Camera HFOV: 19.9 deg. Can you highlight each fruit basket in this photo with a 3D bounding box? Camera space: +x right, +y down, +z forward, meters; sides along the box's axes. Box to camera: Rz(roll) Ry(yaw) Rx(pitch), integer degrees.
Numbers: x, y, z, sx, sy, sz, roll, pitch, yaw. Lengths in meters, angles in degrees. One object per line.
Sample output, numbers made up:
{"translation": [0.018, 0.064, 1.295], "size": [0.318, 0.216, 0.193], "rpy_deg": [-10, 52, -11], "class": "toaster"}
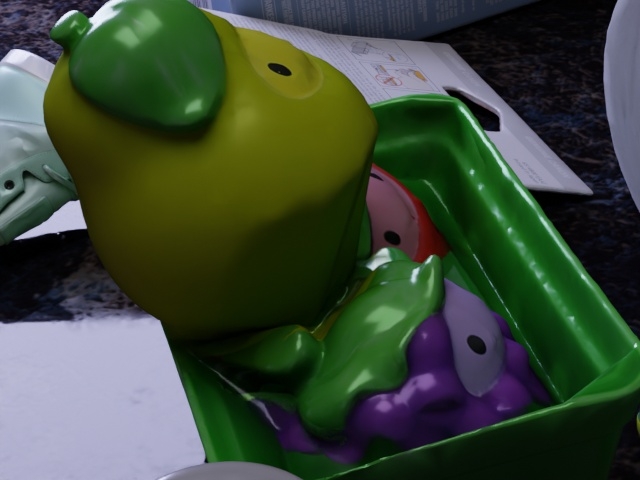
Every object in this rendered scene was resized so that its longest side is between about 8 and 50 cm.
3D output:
{"translation": [0.000, 0.000, 1.066], "size": [0.282, 0.392, 0.392], "rpy_deg": [-14, 33, -9], "class": "fruit basket"}

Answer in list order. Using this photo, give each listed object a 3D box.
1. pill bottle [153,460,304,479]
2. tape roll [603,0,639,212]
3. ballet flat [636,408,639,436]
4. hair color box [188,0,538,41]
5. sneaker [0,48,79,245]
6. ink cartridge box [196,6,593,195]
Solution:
{"translation": [-0.037, 0.220, 0.868], "size": [0.117, 0.215, 0.117], "rpy_deg": [-5, 32, 3], "class": "pill bottle"}
{"translation": [0.312, -0.072, 1.186], "size": [0.100, 0.286, 0.286], "rpy_deg": [-23, 36, -25], "class": "tape roll"}
{"translation": [0.309, 0.100, 1.108], "size": [0.231, 0.077, 0.077], "rpy_deg": [-3, 32, 7], "class": "ballet flat"}
{"translation": [0.054, -0.268, 1.700], "size": [0.374, 0.114, 0.185], "rpy_deg": [-20, 34, -19], "class": "hair color box"}
{"translation": [-0.182, -0.033, 1.431], "size": [0.256, 0.094, 0.151], "rpy_deg": [27, 73, 19], "class": "sneaker"}
{"translation": [0.039, -0.091, 1.475], "size": [0.261, 0.066, 0.296], "rpy_deg": [6, 26, -25], "class": "ink cartridge box"}
